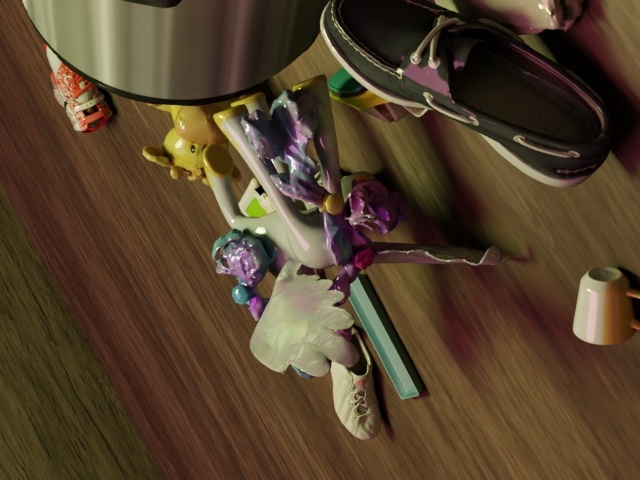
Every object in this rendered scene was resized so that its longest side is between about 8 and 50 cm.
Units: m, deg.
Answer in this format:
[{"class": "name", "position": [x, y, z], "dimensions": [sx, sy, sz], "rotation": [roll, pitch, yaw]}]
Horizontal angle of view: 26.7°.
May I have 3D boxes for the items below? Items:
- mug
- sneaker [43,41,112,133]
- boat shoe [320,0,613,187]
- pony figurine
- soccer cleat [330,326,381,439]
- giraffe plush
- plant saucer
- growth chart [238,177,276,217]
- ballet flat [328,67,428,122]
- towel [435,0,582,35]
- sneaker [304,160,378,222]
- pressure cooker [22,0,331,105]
[{"class": "mug", "position": [0.291, 0.061, 1.345], "dimensions": [0.062, 0.078, 0.064], "rotation": [-87, -7, -65]}, {"class": "sneaker", "position": [-0.443, -0.297, 2.510], "dimensions": [0.145, 0.090, 0.270], "rotation": [58, 161, 11]}, {"class": "boat shoe", "position": [0.137, -0.161, 1.251], "dimensions": [0.303, 0.114, 0.091], "rotation": [28, 165, 6]}, {"class": "pony figurine", "position": [0.000, 0.000, 1.573], "dimensions": [0.351, 0.303, 0.363], "rotation": [-2, 109, 64]}, {"class": "soccer cleat", "position": [0.052, 0.215, 2.020], "dimensions": [0.076, 0.068, 0.196], "rotation": [9, 120, 60]}, {"class": "giraffe plush", "position": [-0.171, -0.167, 1.861], "dimensions": [0.210, 0.181, 0.170], "rotation": [77, -167, -46]}, {"class": "plant saucer", "position": [0.088, 0.134, 1.909], "dimensions": [0.192, 0.018, 0.067], "rotation": [62, 158, 2]}, {"class": "growth chart", "position": [-0.061, 0.013, 2.102], "dimensions": [0.237, 0.021, 0.172], "rotation": [57, 158, 17]}, {"class": "ballet flat", "position": [0.083, -0.170, 1.516], "dimensions": [0.077, 0.077, 0.231], "rotation": [51, 159, -15]}, {"class": "towel", "position": [0.142, -0.322, 1.241], "dimensions": [0.187, 0.049, 0.282], "rotation": [15, 129, 59]}, {"class": "sneaker", "position": [-0.002, -0.060, 1.794], "dimensions": [0.121, 0.099, 0.262], "rotation": [68, 156, 6]}, {"class": "pressure cooker", "position": [-0.138, -0.384, 1.361], "dimensions": [0.370, 0.376, 0.420], "rotation": [56, 160, 17]}]
